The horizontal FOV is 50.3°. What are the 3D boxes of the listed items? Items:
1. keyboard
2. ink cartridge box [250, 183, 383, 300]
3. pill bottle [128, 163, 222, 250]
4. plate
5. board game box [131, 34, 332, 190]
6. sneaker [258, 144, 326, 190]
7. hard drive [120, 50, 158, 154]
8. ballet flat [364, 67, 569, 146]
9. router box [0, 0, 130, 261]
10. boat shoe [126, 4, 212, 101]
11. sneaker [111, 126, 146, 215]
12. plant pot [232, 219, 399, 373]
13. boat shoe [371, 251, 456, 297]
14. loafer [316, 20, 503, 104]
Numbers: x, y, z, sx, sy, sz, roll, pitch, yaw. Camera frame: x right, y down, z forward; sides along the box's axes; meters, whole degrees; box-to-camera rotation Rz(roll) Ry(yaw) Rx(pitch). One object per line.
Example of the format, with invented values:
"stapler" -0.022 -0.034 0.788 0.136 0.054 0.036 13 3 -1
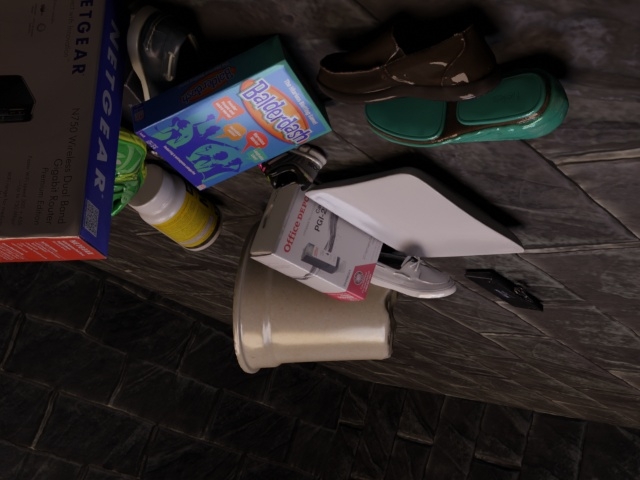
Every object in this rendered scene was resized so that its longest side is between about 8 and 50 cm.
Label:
"keyboard" 0.390 0.103 1.402 0.180 0.023 0.108 28 167 -32
"ink cartridge box" 0.000 0.000 1.256 0.218 0.159 0.092 27 162 -27
"pill bottle" -0.310 -0.069 1.446 0.119 0.119 0.208 9 161 30
"plate" 0.155 -0.047 1.137 0.278 0.045 0.277 28 162 -30
"board game box" -0.110 -0.157 0.886 0.210 0.047 0.160 -24 149 13
"sneaker" -0.079 -0.123 1.096 0.170 0.075 0.063 15 163 14
"hard drive" -0.390 -0.236 1.098 0.339 0.064 0.237 13 162 18
"ballet flat" 0.164 -0.141 0.775 0.247 0.083 0.087 5 173 44
"router box" -0.393 -0.143 0.798 0.301 0.336 0.082 -2 161 4
"boat shoe" -0.183 -0.208 0.918 0.079 0.095 0.254 27 156 13
"sneaker" -0.350 -0.112 1.124 0.109 0.124 0.295 19 163 0
"plant pot" 0.008 0.131 1.463 0.305 0.334 0.334 4 160 12
"boat shoe" 0.168 0.058 1.288 0.184 0.066 0.063 16 127 36
"loafer" 0.086 -0.195 0.720 0.220 0.080 0.078 7 127 37
